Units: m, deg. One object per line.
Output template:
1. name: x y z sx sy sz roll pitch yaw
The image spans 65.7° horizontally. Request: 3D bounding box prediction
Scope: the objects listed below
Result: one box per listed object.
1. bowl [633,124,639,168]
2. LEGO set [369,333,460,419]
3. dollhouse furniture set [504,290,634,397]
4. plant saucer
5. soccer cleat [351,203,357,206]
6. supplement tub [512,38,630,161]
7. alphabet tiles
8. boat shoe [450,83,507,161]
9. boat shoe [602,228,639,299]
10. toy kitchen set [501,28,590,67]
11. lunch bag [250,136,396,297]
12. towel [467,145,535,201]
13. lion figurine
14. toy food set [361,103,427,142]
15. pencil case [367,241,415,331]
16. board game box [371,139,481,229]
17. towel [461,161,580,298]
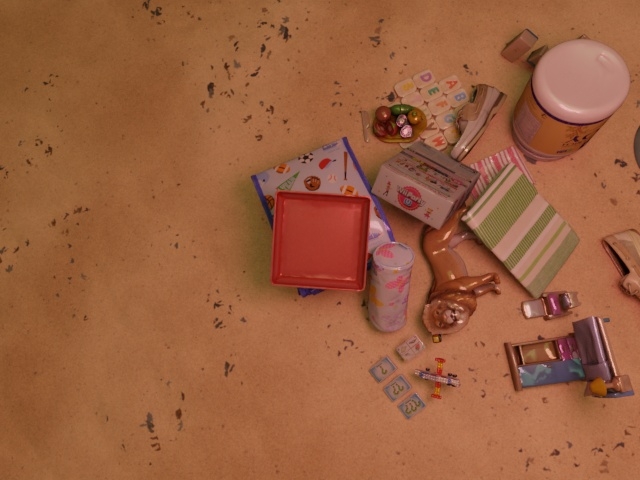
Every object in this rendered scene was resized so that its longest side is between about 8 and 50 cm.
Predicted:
1. bowl: 1.117 -0.293 1.441 0.311 0.163 0.312 -1 76 6
2. LEGO set: 0.272 0.375 1.395 0.244 0.060 0.182 -44 74 21
3. dollhouse furniture set: 0.619 0.267 1.293 0.198 0.303 0.287 -10 75 4
4. plant saucer: 0.000 0.000 1.343 0.258 0.048 0.259 4 96 0
5. soccer cleat: 0.078 -0.105 1.369 0.083 0.029 0.036 -8 93 3
6. supplement tub: 0.698 -0.385 1.429 0.240 0.331 0.241 -2 76 7
7. alphabet tiles: 0.362 -0.429 1.645 0.277 0.021 0.284 -24 74 1
8. boat shoe: 0.473 -0.372 1.556 0.103 0.113 0.302 34 65 5
9. boat shoe: 0.896 0.117 1.400 0.098 0.109 0.303 -16 69 9
10. toy kitchen set: 0.738 -0.631 1.616 0.207 0.122 0.166 37 83 -6
11. lunch bag: 0.016 -0.055 1.489 0.327 0.239 0.386 -25 67 -1
12. towel: 0.557 -0.202 1.559 0.197 0.029 0.144 -23 75 1
13. lion figurine: 0.383 0.079 1.474 0.240 0.142 0.392 -17 60 11
14. toy food set: 0.235 -0.389 1.612 0.217 0.071 0.128 -1 79 14
15. pencil case: 0.200 0.135 1.399 0.124 0.273 0.113 -20 43 -19
16. board game box: 0.316 -0.172 1.448 0.224 0.303 0.098 32 125 17
17. towel: 0.584 -0.032 1.431 0.325 0.038 0.248 45 76 -8
